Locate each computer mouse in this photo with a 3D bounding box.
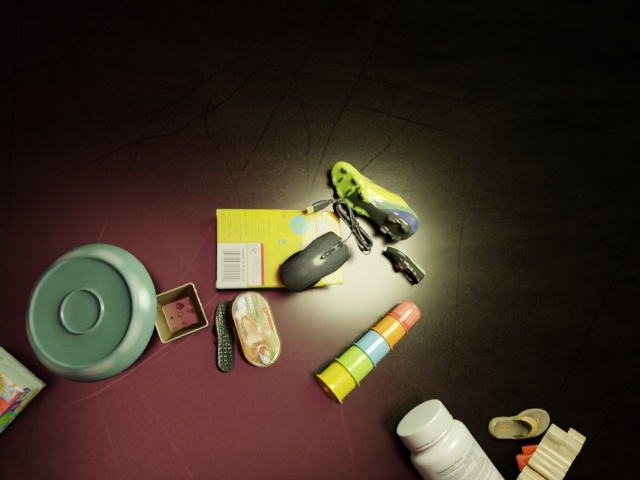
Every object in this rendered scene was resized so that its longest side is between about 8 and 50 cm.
[{"bbox_3d":[0.000,0.000,1.176,0.262,0.060,0.183,-29,89,-19],"label":"computer mouse"}]

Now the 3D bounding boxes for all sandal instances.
[{"bbox_3d":[0.543,0.501,1.283,0.180,0.049,0.072,-3,80,-13],"label":"sandal"},{"bbox_3d":[-0.240,0.233,1.164,0.067,0.040,0.179,19,58,-40],"label":"sandal"}]

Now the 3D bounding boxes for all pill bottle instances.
[{"bbox_3d":[0.325,0.548,1.169,0.160,0.160,0.283,-35,87,-16],"label":"pill bottle"}]

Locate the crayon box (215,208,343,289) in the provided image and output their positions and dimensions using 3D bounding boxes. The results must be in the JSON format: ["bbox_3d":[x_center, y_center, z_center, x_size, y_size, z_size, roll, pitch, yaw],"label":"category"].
[{"bbox_3d":[-0.106,0.026,1.222,0.319,0.081,0.202,1,79,-12],"label":"crayon box"}]

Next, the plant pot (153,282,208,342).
[{"bbox_3d":[-0.336,0.174,1.134,0.109,0.096,0.108,-21,84,-15],"label":"plant pot"}]

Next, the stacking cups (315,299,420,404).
[{"bbox_3d":[0.132,0.280,1.228,0.316,0.096,0.096,-38,89,-21],"label":"stacking cups"}]

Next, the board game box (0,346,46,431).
[{"bbox_3d":[-0.746,0.373,0.981,0.142,0.144,0.275,41,74,-2],"label":"board game box"}]

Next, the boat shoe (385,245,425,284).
[{"bbox_3d":[0.229,0.067,1.303,0.133,0.049,0.042,42,65,-6],"label":"boat shoe"}]

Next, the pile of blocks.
[{"bbox_3d":[0.548,0.626,1.241,0.113,0.148,0.362,33,62,32],"label":"pile of blocks"}]

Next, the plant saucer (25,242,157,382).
[{"bbox_3d":[-0.529,0.159,1.072,0.318,0.043,0.317,-1,80,7],"label":"plant saucer"}]

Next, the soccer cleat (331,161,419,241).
[{"bbox_3d":[0.151,-0.115,1.318,0.289,0.093,0.121,42,43,3],"label":"soccer cleat"}]

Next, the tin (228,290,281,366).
[{"bbox_3d":[-0.163,0.219,1.178,0.106,0.040,0.189,-13,81,-33],"label":"tin"}]
